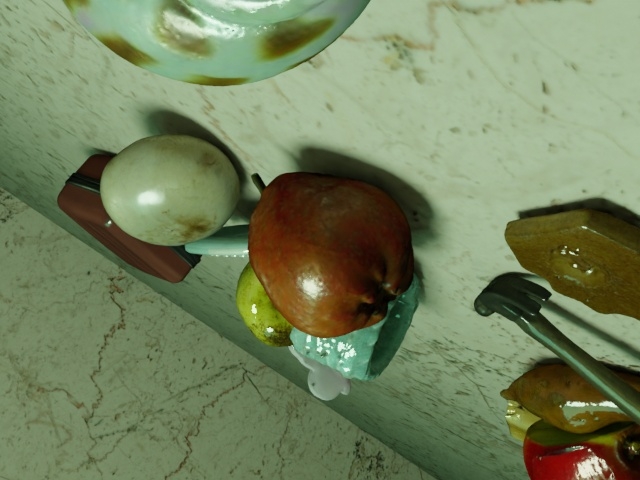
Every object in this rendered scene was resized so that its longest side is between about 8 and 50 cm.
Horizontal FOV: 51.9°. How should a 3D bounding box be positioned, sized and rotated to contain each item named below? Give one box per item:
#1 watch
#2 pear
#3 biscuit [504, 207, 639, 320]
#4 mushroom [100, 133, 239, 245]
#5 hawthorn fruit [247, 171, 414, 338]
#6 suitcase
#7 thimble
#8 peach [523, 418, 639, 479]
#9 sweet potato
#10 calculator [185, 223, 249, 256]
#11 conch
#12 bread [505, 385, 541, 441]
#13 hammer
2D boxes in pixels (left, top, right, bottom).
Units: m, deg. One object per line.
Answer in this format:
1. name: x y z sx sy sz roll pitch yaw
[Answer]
1. watch: 0.057 0.225 1.425 0.248 0.211 0.217 49 148 -22
2. pear: -0.066 0.104 1.275 0.197 0.197 0.197 28 161 10
3. biscuit: 0.321 0.034 0.734 0.215 0.034 0.182 35 162 -18
4. mushroom: -0.245 -0.092 1.090 0.226 0.178 0.226 -2 146 -1
5. hawthorn fruit: 0.000 0.000 0.900 0.261 0.224 0.224 42 166 19
6. suitcase: -0.408 -0.046 1.467 0.236 0.161 0.297 18 157 36
7. thimble: 0.059 0.125 1.075 0.143 0.235 0.198 24 131 24
8. peach: 0.429 0.378 1.095 0.267 0.154 0.158 -24 78 58
9. sweet potato: 0.406 0.249 1.042 0.112 0.112 0.359 37 157 -16
10. calculator: -0.145 -0.002 1.209 0.184 0.042 0.295 -9 -172 -37
11. conch: -0.076 -0.231 0.428 0.368 0.197 0.249 26 125 29
12. bread: 0.450 0.360 1.292 0.173 0.085 0.134 20 151 35
13. hammer: 0.403 0.201 0.894 0.440 0.044 0.168 40 168 9
